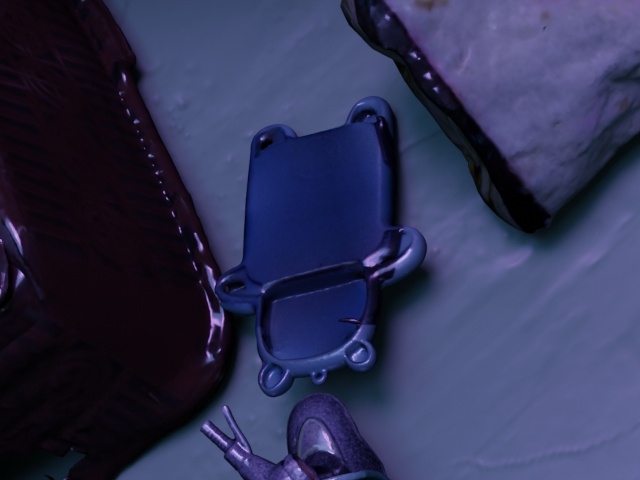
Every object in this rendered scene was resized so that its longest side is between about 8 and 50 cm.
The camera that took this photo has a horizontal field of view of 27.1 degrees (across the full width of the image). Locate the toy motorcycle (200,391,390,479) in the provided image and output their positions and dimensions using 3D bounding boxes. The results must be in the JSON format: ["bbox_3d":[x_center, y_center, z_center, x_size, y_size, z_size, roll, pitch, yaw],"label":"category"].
[{"bbox_3d":[0.011,0.133,0.480,0.058,0.100,0.173,-23,65,15],"label":"toy motorcycle"}]

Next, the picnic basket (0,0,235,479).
[{"bbox_3d":[-0.188,-0.020,0.606,0.222,0.129,0.297,-35,61,11],"label":"picnic basket"}]

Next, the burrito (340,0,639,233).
[{"bbox_3d":[0.123,-0.126,0.522,0.229,0.144,0.089,-39,18,0],"label":"burrito"}]

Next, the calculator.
[{"bbox_3d":[0.000,0.000,0.562,0.094,0.019,0.141,-14,51,20],"label":"calculator"}]
